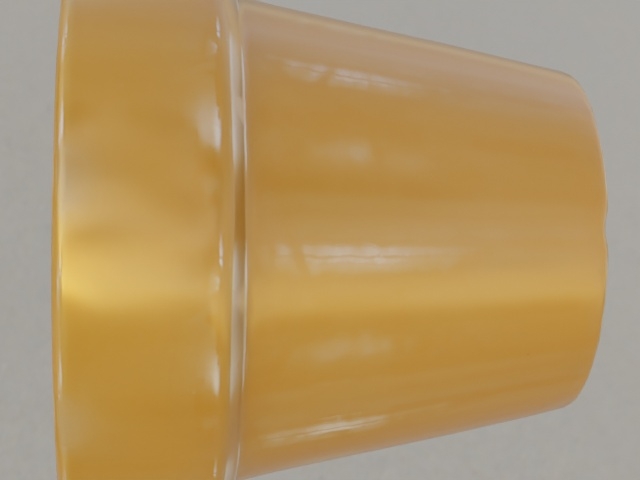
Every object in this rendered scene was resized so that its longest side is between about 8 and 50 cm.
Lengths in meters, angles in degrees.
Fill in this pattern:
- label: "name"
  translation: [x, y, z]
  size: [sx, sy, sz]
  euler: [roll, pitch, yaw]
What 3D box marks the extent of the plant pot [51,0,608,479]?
- label: "plant pot"
  translation: [0.000, 0.000, 0.599]
  size: [0.188, 0.205, 0.205]
  euler: [1, 35, -6]
